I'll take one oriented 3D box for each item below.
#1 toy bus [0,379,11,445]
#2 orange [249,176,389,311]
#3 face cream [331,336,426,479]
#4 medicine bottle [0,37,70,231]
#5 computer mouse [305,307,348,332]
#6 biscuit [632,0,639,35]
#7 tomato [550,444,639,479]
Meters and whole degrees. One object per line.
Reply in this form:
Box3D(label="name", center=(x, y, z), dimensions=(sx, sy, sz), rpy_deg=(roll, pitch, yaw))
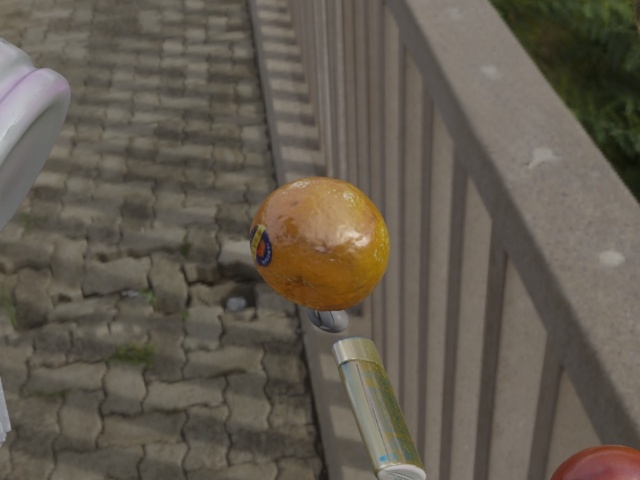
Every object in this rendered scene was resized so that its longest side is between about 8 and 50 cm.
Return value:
Box3D(label="toy bus", center=(-0.349, 0.191, 0.822), dimensions=(0.139, 0.113, 0.302), rpy_deg=(-8, 13, -5))
Box3D(label="orange", center=(-0.001, 0.003, 1.167), dimensions=(0.177, 0.178, 0.155), rpy_deg=(15, 44, 22))
Box3D(label="face cream", center=(0.097, 0.290, 1.656), dimensions=(0.067, 0.139, 0.285), rpy_deg=(-34, 52, 18))
Box3D(label="medicine bottle", center=(-0.401, -0.133, 0.806), dimensions=(0.315, 0.202, 0.202), rpy_deg=(31, 40, -7))
Box3D(label="computer mouse", center=(0.010, 0.136, 1.646), dimensions=(0.066, 0.096, 0.039), rpy_deg=(2, 64, 32))
Box3D(label="biscuit", center=(0.256, -0.162, 0.570), dimensions=(0.036, 0.274, 0.187), rpy_deg=(-39, 47, -14))
Box3D(label="tomato", center=(0.536, 0.501, 1.713), dimensions=(0.255, 0.256, 0.224), rpy_deg=(-5, 1, -2))
